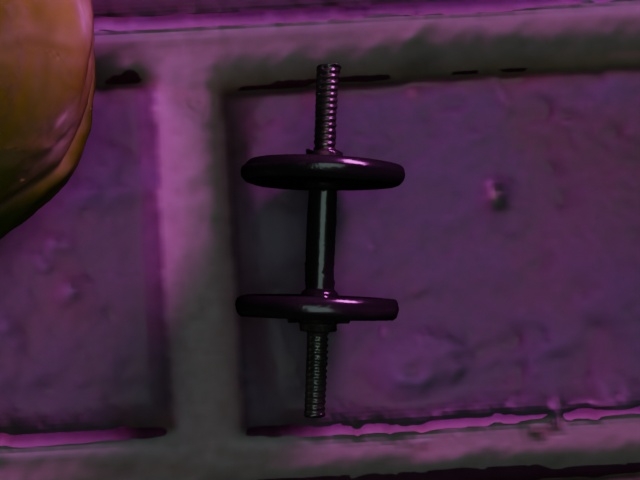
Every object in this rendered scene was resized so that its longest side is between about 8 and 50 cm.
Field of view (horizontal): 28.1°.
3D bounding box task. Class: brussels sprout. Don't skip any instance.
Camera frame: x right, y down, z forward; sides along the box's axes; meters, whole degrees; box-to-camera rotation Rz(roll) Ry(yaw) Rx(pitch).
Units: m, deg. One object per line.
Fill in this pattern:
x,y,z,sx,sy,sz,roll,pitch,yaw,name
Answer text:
-0.156,-0.071,0.504,0.145,0.131,0.183,40,88,22,brussels sprout

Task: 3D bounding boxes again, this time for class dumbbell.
0.000,0.000,0.530,0.069,0.069,0.147,2,88,-1,dumbbell
